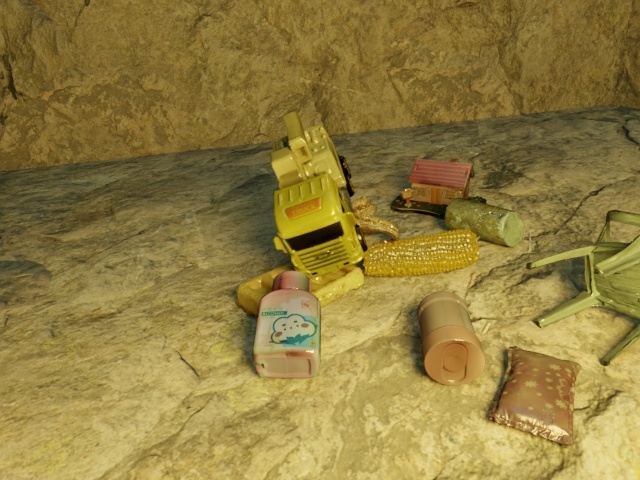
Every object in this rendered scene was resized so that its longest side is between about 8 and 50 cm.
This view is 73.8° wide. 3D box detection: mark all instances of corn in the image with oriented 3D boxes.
[{"bbox_3d":[0.253,0.036,1.041,0.311,0.101,0.101,-10,25,-3],"label":"corn"}]

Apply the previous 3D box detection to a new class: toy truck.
[{"bbox_3d":[-0.021,-0.122,1.017,0.181,0.254,0.405,-20,44,12],"label":"toy truck"}]

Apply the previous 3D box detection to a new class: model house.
[{"bbox_3d":[0.393,-0.183,1.422,0.294,0.153,0.207,11,28,29],"label":"model house"}]

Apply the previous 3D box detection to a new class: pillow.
[{"bbox_3d":[0.342,0.231,0.670,0.118,0.043,0.185,12,30,27],"label":"pillow"}]

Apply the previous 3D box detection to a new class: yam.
[{"bbox_3d":[0.455,-0.050,1.181,0.107,0.107,0.194,-24,32,-35],"label":"yam"}]

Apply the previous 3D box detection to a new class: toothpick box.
[{"bbox_3d":[0.227,0.169,0.759,0.099,0.098,0.149,-1,25,8],"label":"toothpick box"}]

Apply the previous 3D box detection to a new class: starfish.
[{"bbox_3d":[0.062,-0.058,1.210,0.304,0.112,0.312,-2,25,-16],"label":"starfish"}]

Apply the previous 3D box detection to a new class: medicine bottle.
[{"bbox_3d":[-0.059,0.152,0.795,0.119,0.094,0.187,0,44,0],"label":"medicine bottle"}]

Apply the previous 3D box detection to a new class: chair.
[{"bbox_3d":[0.545,0.066,0.812,0.275,0.203,0.191,-20,17,-18],"label":"chair"}]

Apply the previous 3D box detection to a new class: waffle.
[{"bbox_3d":[-0.047,0.104,0.998,0.274,0.057,0.168,-23,30,-33],"label":"waffle"}]
